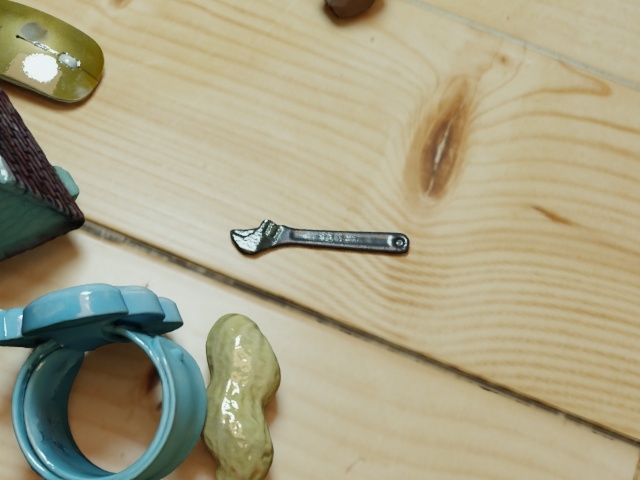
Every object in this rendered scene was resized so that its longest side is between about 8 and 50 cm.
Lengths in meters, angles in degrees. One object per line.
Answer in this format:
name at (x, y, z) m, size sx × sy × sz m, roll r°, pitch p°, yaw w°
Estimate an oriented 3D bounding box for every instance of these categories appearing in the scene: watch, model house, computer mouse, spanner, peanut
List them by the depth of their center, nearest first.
watch at (-0.216, 0.147, 1.060) m, size 0.211 × 0.211 × 0.193 m, roll -9°, pitch 78°, yaw -12°
peanut at (-0.084, 0.164, 1.111) m, size 0.082 × 0.082 × 0.187 m, roll 6°, pitch 62°, yaw -5°
model house at (-0.412, -0.096, 1.157) m, size 0.249 × 0.230 × 0.280 m, roll -7°, pitch 58°, yaw -55°
spanner at (0.000, 0.000, 1.247) m, size 0.209 × 0.012 × 0.046 m, roll 4°, pitch 62°, yaw -7°
computer mouse at (-0.359, -0.230, 1.303) m, size 0.199 × 0.045 × 0.102 m, roll 22°, pitch 64°, yaw 5°

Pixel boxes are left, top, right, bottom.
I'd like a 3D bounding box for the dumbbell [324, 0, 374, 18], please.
dumbbell at (-0.008, -0.394, 1.417) m, size 0.092 × 0.082 × 0.231 m, roll -28°, pitch 69°, yaw -22°
